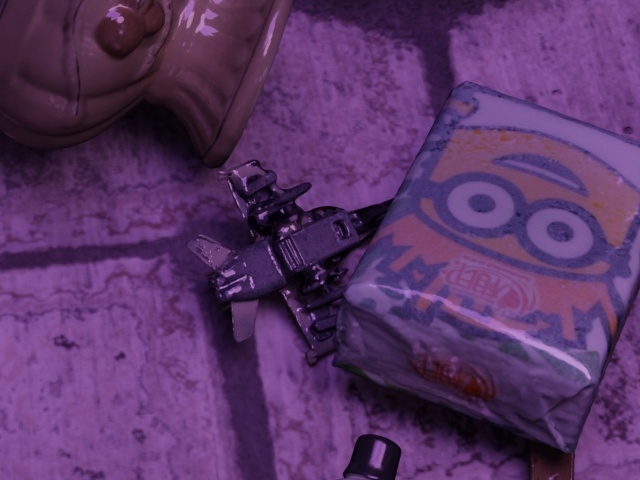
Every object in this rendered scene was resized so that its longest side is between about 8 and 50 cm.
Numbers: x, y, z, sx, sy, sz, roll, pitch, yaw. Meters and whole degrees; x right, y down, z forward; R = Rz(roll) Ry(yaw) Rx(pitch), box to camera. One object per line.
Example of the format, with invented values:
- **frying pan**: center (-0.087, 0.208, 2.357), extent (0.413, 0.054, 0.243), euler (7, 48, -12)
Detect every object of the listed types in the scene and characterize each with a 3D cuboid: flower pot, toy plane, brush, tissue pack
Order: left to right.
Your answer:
- **flower pot**: center (-0.162, -0.207, 1.665), extent (0.244, 0.307, 0.307), euler (20, 53, -10)
- **toy plane**: center (0.005, -0.003, 1.651), extent (0.262, 0.088, 0.192), euler (-26, 88, -26)
- **tissue pack**: center (0.169, 0.016, 1.606), extent (0.228, 0.128, 0.311), euler (20, 46, 12)
- **brush**: center (0.192, 0.251, 1.522), extent (0.043, 0.036, 0.248), euler (4, 59, 2)

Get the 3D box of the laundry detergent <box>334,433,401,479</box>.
- **laundry detergent**: center (0.017, 0.262, 1.436), extent (0.099, 0.070, 0.225), euler (13, 69, 16)
